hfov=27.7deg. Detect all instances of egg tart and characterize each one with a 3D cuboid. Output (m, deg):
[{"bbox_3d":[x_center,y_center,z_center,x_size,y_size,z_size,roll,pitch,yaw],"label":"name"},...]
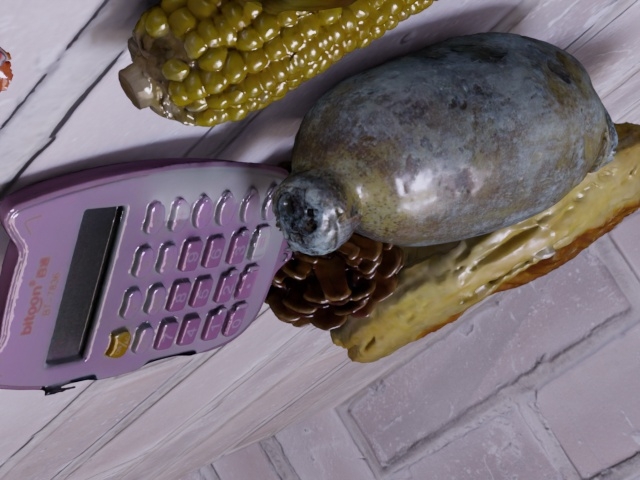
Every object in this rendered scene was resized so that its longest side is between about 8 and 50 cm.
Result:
[{"bbox_3d":[0.186,-0.037,1.399,0.443,0.178,0.443,-30,172,-5],"label":"egg tart"}]

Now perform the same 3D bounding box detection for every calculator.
[{"bbox_3d":[-0.136,0.020,1.008,0.294,0.043,0.194,-7,124,-43],"label":"calculator"}]

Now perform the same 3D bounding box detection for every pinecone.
[{"bbox_3d":[0.000,0.000,1.182,0.173,0.173,0.173,-29,168,-7],"label":"pinecone"}]

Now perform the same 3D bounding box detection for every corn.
[{"bbox_3d":[0.027,-0.164,0.760,0.320,0.097,0.097,-31,168,-7],"label":"corn"}]

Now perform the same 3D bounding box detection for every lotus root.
[{"bbox_3d":[0.099,-0.084,1.073,0.349,0.175,0.175,-17,162,-36],"label":"lotus root"}]

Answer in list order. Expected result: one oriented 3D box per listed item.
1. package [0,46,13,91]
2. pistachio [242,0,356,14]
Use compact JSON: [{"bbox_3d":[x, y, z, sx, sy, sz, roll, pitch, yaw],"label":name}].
[{"bbox_3d":[-0.256,-0.067,0.443,0.223,0.108,0.288,-26,161,3],"label":"package"},{"bbox_3d":[-0.006,-0.170,0.619,0.110,0.100,0.189,-16,162,-46],"label":"pistachio"}]
